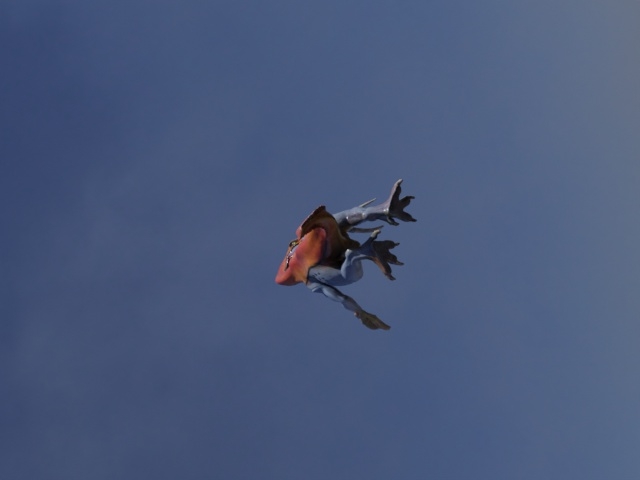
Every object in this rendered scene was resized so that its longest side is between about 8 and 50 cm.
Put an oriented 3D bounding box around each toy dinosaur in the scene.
[{"bbox_3d":[0.000,0.000,0.510,0.090,0.082,0.047,25,-118,-39],"label":"toy dinosaur"}]
